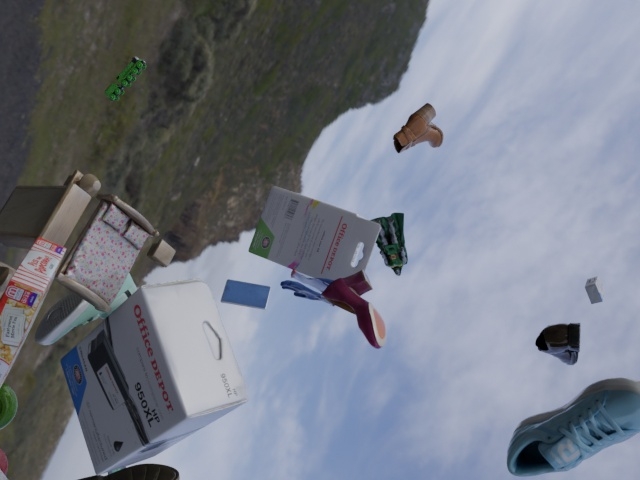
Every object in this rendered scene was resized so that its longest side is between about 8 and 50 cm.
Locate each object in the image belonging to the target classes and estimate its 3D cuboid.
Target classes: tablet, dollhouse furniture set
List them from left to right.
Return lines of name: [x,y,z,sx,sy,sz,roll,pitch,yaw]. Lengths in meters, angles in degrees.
dollhouse furniture set: [-0.413,0.056,1.215,0.174,0.355,0.303,3,-120,37]
tablet: [-0.134,0.098,1.181,0.006,0.083,0.054,100,1,-47]

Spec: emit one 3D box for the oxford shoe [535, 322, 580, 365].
oxford shoe: [0.542,0.230,1.493,0.227,0.096,0.083,50,44,-58]

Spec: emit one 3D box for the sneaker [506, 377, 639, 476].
sneaker: [0.541,0.418,1.373,0.150,0.135,0.366,-41,174,-48]

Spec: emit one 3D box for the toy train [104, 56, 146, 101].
toy train: [-0.303,-0.251,1.015,0.083,0.024,0.017,-45,175,13]

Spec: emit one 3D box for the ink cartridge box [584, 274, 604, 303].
ink cartridge box: [0.687,0.121,1.634,0.028,0.048,0.083,-20,-176,31]

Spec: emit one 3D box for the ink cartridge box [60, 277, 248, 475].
ink cartridge box: [-0.370,0.295,1.409,0.395,0.166,0.285,-37,-110,36]

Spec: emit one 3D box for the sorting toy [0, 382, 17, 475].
sorting toy: [-0.801,0.427,1.550,0.126,0.127,0.365,166,-69,-73]

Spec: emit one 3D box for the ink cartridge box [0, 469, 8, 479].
ink cartridge box: [-0.739,0.466,1.236,0.201,0.278,0.117,-33,-175,8]

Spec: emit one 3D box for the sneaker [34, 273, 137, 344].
sneaker: [-0.523,0.178,1.517,0.094,0.151,0.256,14,-128,44]

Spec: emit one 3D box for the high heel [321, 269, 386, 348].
high heel: [0.067,0.162,1.418,0.117,0.082,0.244,-29,-141,11]

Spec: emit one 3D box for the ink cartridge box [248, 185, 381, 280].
ink cartridge box: [0.000,0.000,1.819,0.119,0.353,0.207,19,92,-65]

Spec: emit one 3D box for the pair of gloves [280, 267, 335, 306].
pair of gloves: [-0.015,0.119,1.635,0.198,0.159,0.023,130,-20,-67]

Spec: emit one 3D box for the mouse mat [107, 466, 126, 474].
mouse mat: [-0.607,0.670,1.955,0.190,0.007,0.153,-95,-173,-71]

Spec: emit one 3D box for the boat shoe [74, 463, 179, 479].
boat shoe: [-0.522,0.675,1.734,0.111,0.307,0.104,-106,-171,-74]

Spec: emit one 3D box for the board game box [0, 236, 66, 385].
board game box: [-0.420,0.110,0.900,0.193,0.045,0.147,-60,-162,14]

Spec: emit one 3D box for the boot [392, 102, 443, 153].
boot: [0.296,-0.317,2.017,0.152,0.197,0.073,-43,-127,-7]

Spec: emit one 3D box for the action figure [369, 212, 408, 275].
action figure: [0.236,0.024,2.170,0.137,0.232,0.063,-11,-145,16]
